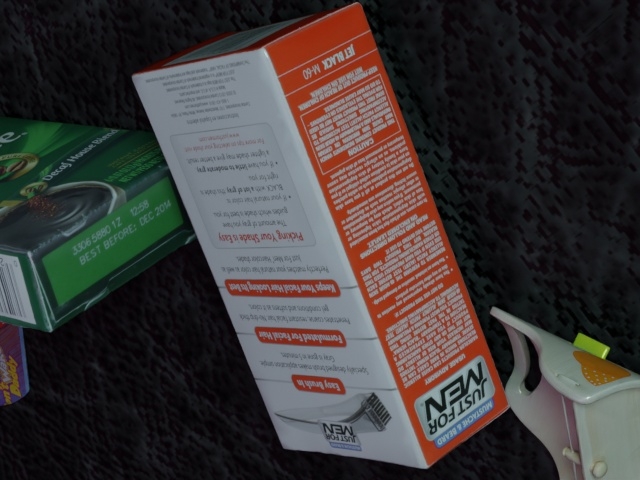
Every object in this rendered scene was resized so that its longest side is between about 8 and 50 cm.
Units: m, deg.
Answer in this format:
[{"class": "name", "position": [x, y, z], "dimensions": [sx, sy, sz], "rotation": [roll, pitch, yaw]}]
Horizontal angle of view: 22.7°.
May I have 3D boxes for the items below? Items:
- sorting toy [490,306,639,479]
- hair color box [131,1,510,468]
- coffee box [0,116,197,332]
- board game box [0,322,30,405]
[{"class": "sorting toy", "position": [0.091, 0.058, 0.587], "dimensions": [0.075, 0.045, 0.083], "rotation": [36, 151, 43]}, {"class": "hair color box", "position": [0.000, 0.000, 0.613], "dimensions": [0.093, 0.053, 0.167], "rotation": [-2, 113, 53]}, {"class": "coffee box", "position": [-0.143, -0.014, 0.701], "dimensions": [0.184, 0.113, 0.040], "rotation": [9, 123, 41]}, {"class": "board game box", "position": [-0.217, 0.023, 0.852], "dimensions": [0.133, 0.033, 0.168], "rotation": [24, 130, 31]}]
